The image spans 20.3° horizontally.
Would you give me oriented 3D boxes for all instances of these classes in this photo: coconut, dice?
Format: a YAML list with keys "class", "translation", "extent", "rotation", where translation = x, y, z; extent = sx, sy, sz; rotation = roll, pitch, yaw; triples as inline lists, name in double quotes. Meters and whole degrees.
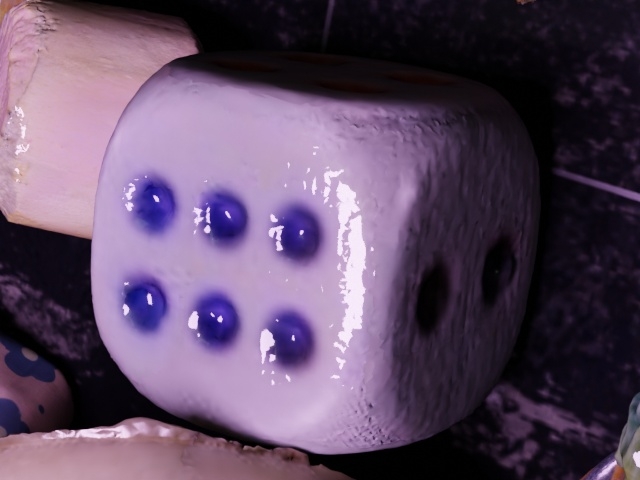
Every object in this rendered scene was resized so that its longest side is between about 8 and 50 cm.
- class: "coconut"
  translation: [-0.126, -0.072, 1.084]
  extent: [0.147, 0.152, 0.147]
  rotation: [-171, 90, -69]
- class: "dice"
  translation: [0.000, 0.000, 0.990]
  extent: [0.193, 0.192, 0.194]
  rotation: [16, 105, 29]

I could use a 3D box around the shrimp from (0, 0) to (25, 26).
- class: "shrimp"
  translation: [-0.266, -0.153, 1.217]
  extent: [0.267, 0.061, 0.145]
  rotation: [-16, 81, 37]

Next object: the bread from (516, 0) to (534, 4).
- class: "bread"
  translation: [0.117, -0.174, 0.975]
  extent: [0.047, 0.036, 0.083]
  rotation: [-16, 92, 31]

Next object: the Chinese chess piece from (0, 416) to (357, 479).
- class: "Chinese chess piece"
  translation: [-0.088, 0.222, 1.003]
  extent: [0.338, 0.338, 0.140]
  rotation: [-14, 56, 34]

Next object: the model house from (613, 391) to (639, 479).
- class: "model house"
  translation: [0.257, 0.035, 0.825]
  extent: [0.170, 0.194, 0.211]
  rotation: [31, 115, 28]

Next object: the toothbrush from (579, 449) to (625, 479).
- class: "toothbrush"
  translation: [0.090, 0.231, 1.073]
  extent: [0.031, 0.023, 0.321]
  rotation: [46, 120, 14]

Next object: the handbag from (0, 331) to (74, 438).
- class: "handbag"
  translation: [-0.311, 0.134, 1.179]
  extent: [0.251, 0.193, 0.190]
  rotation: [30, 115, 2]
